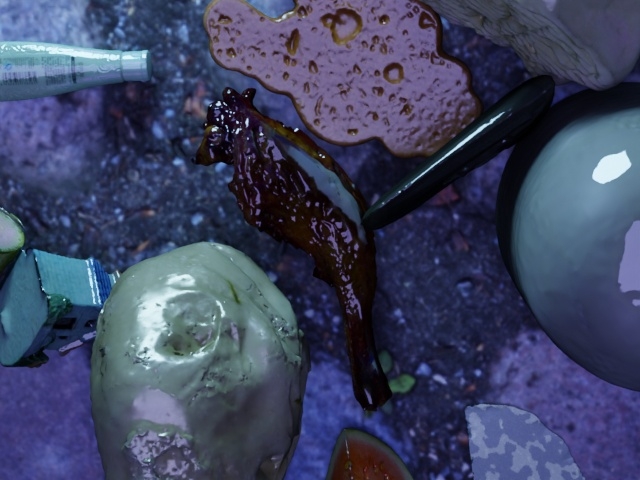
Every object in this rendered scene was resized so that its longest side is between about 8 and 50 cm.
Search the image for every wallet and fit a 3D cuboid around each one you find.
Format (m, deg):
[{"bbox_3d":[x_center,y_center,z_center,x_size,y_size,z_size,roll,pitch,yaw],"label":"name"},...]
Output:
[{"bbox_3d":[0.150,-0.089,1.839,0.245,0.168,0.052,-37,88,-4],"label":"wallet"}]

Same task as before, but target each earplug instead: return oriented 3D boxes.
[{"bbox_3d":[0.356,-0.002,1.784,0.313,0.394,0.312,0,99,1],"label":"earplug"}]

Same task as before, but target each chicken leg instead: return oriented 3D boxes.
[{"bbox_3d":[0.000,0.000,1.915,0.096,0.158,0.407,-22,97,50],"label":"chicken leg"}]

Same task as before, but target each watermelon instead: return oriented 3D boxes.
[{"bbox_3d":[0.043,0.290,1.998,0.125,0.094,0.135,-18,94,13],"label":"watermelon"}]

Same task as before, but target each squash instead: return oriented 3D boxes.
[{"bbox_3d":[-0.418,0.029,1.982,0.105,0.105,0.132,29,116,-3],"label":"squash"}]

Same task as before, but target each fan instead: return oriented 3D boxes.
[{"bbox_3d":[0.250,0.295,2.032,0.131,0.009,0.240,-26,98,6],"label":"fan"}]

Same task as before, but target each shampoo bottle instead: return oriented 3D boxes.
[{"bbox_3d":[-0.292,-0.200,1.950,0.191,0.041,0.069,-3,94,3],"label":"shampoo bottle"}]

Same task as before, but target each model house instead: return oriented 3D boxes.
[{"bbox_3d":[-0.289,0.083,1.959,0.149,0.119,0.148,3,137,-34],"label":"model house"}]

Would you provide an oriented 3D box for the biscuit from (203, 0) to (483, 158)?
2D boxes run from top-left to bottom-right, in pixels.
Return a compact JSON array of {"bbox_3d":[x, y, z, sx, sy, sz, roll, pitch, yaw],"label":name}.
[{"bbox_3d":[0.035,-0.214,1.931,0.334,0.047,0.202,34,101,-5],"label":"biscuit"}]

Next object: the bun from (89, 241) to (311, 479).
[{"bbox_3d":[-0.128,0.189,1.869,0.235,0.362,0.326,-1,143,2],"label":"bun"}]

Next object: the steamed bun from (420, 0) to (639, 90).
[{"bbox_3d":[0.226,-0.314,1.801,0.320,0.275,0.206,33,84,1],"label":"steamed bun"}]
